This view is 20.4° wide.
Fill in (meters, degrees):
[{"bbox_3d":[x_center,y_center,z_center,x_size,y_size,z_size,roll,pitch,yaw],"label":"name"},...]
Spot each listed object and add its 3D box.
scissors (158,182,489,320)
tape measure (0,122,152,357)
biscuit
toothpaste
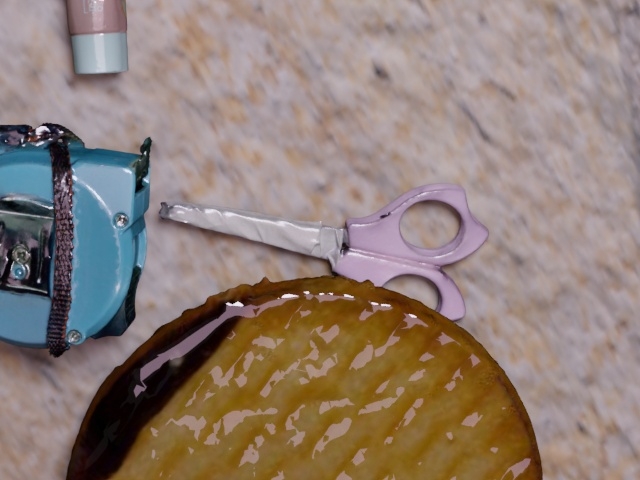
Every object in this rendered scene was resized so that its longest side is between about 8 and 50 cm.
[{"bbox_3d":[0.000,0.000,1.144,0.212,0.021,0.110,12,105,-8],"label":"scissors"},{"bbox_3d":[-0.172,-0.002,1.099,0.125,0.081,0.146,6,102,4],"label":"tape measure"},{"bbox_3d":[-0.009,0.175,1.169,0.318,0.040,0.317,-1,107,-4],"label":"biscuit"},{"bbox_3d":[-0.140,-0.205,1.078,0.056,0.036,0.205,-3,99,-5],"label":"toothpaste"}]
